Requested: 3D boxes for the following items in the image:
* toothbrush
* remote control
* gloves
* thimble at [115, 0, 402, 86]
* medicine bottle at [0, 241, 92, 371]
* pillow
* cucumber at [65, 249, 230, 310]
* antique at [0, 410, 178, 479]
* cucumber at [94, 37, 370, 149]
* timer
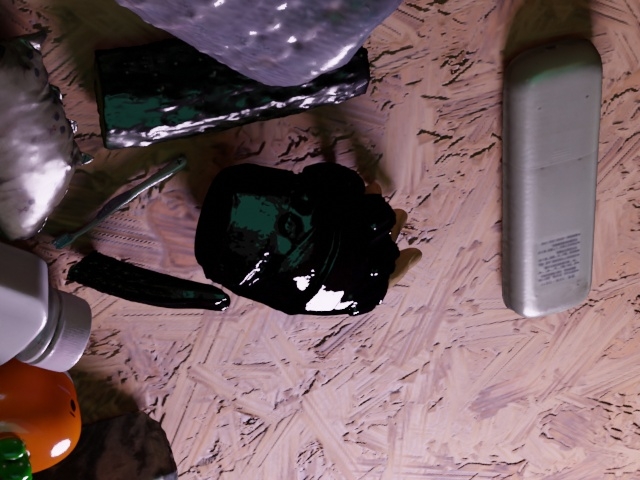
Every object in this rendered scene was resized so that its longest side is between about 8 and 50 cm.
[{"bbox_3d":[-0.162,-0.030,1.070,0.131,0.011,0.013,-33,155,8],"label":"toothbrush"},{"bbox_3d":[0.206,-0.044,1.187,0.090,0.038,0.309,-15,134,-7],"label":"remote control"},{"bbox_3d":[0.000,0.000,1.100,0.203,0.124,0.164,11,144,-20],"label":"gloves"},{"bbox_3d":[-0.030,-0.224,0.812,0.172,0.205,0.236,28,116,-37],"label":"thimble"},{"bbox_3d":[-0.274,0.050,1.050,0.183,0.069,0.119,24,131,-35],"label":"medicine bottle"},{"bbox_3d":[-0.223,-0.089,0.957,0.093,0.051,0.241,-22,140,-8],"label":"pillow"},{"bbox_3d":[-0.140,0.038,1.088,0.135,0.034,0.033,17,165,6],"label":"cucumber"},{"bbox_3d":[-0.223,0.232,1.228,0.183,0.088,0.086,-14,135,-10],"label":"antique"},{"bbox_3d":[-0.062,-0.114,0.998,0.211,0.062,0.078,-9,132,-15],"label":"cucumber"},{"bbox_3d":[-0.264,0.151,1.117,0.136,0.136,0.099,-2,125,-20],"label":"timer"}]
